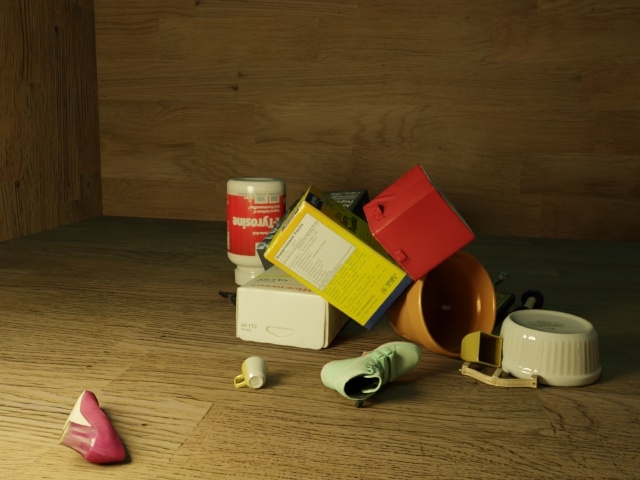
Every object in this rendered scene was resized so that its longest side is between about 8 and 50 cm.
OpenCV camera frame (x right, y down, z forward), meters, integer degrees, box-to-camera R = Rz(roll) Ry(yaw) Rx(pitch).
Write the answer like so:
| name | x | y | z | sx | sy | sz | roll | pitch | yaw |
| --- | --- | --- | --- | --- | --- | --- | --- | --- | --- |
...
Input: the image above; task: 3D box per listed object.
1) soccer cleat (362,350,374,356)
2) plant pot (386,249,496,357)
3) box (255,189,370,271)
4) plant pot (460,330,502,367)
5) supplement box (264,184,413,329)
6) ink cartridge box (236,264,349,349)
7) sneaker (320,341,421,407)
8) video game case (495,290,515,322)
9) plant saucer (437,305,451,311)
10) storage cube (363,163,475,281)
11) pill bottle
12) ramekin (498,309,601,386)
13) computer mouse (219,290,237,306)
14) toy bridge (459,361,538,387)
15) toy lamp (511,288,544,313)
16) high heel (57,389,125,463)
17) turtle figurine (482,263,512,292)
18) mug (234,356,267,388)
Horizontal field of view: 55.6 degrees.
| name | x | y | z | sx | sy | sz | roll | pitch | yaw |
| --- | --- | --- | --- | --- | --- | --- | --- | --- | --- |
| soccer cleat | 0.153 | 0.306 | 1.615 | 0.083 | 0.029 | 0.035 | -2 | 14 | 5 |
| plant pot | 0.323 | 0.179 | 1.715 | 0.291 | 0.291 | 0.203 | -5 | -3 | -33 |
| box | 0.000 | 0.000 | 2.264 | 0.293 | 0.212 | 0.395 | 0 | 35 | 30 |
| plant pot | 0.412 | 0.286 | 1.583 | 0.081 | 0.081 | 0.083 | 20 | -21 | -27 |
| supplement box | 0.055 | 0.041 | 1.671 | 0.356 | 0.194 | 0.195 | 36 | 18 | -7 |
| ink cartridge box | -0.060 | 0.184 | 1.875 | 0.279 | 0.160 | 0.384 | 4 | 11 | 15 |
| sneaker | 0.144 | 0.310 | 1.403 | 0.256 | 0.094 | 0.151 | -12 | 9 | -18 |
| video game case | 0.484 | 0.218 | 2.024 | 0.248 | 0.035 | 0.275 | 8 | 20 | 34 |
| plant saucer | 0.386 | 0.184 | 2.013 | 0.259 | 0.048 | 0.258 | -15 | 20 | -37 |
| storage cube | 0.251 | -0.050 | 1.576 | 0.193 | 0.215 | 0.184 | -38 | 22 | 14 |
| pill bottle | -0.249 | -0.036 | 2.364 | 0.229 | 0.408 | 0.229 | 1 | 11 | 0 |
| ramekin | 0.596 | 0.271 | 1.590 | 0.273 | 0.127 | 0.273 | 1 | 11 | 0 |
| computer mouse | -0.295 | 0.207 | 2.090 | 0.071 | 0.041 | 0.242 | 6 | 1 | -28 |
| toy bridge | 0.435 | 0.336 | 1.493 | 0.188 | 0.026 | 0.063 | 5 | 12 | 27 |
| toy lamp | 0.698 | 0.220 | 2.029 | 0.080 | 0.080 | 0.274 | 7 | 14 | 27 |
| high heel | -0.430 | 0.361 | 1.179 | 0.117 | 0.082 | 0.244 | 28 | -10 | -15 |
| turtle figurine | 0.589 | 0.156 | 2.244 | 0.175 | 0.118 | 0.234 | 13 | -9 | -18 |
| mug | -0.159 | 0.324 | 1.437 | 0.062 | 0.078 | 0.064 | 32 | 12 | -18 |
